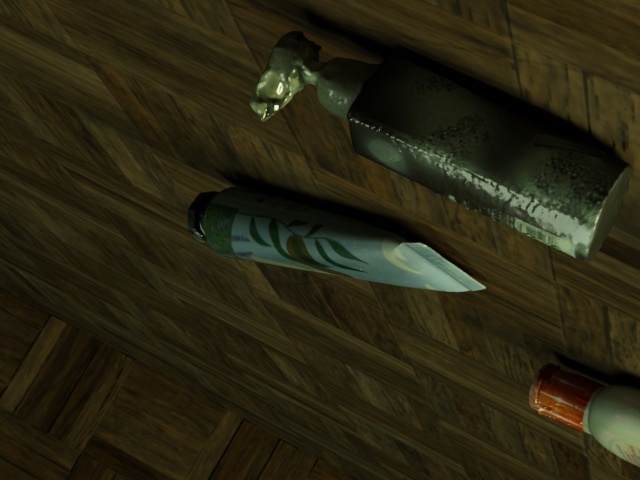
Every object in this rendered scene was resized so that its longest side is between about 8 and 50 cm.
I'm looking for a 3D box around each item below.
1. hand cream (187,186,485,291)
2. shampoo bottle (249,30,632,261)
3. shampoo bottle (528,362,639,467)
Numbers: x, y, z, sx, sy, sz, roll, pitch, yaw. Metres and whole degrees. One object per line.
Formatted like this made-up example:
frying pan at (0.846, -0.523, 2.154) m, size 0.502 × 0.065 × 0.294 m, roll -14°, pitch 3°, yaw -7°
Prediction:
hand cream at (0.000, 0.000, 1.407) m, size 0.271 × 0.058 × 0.091 m, roll 12°, pitch 163°, yaw 43°
shampoo bottle at (0.061, -0.055, 0.968) m, size 0.208 × 0.063 × 0.057 m, roll 27°, pitch 157°, yaw 19°
shampoo bottle at (0.262, 0.152, 1.395) m, size 0.221 × 0.051 × 0.108 m, roll 23°, pitch 168°, yaw 34°
